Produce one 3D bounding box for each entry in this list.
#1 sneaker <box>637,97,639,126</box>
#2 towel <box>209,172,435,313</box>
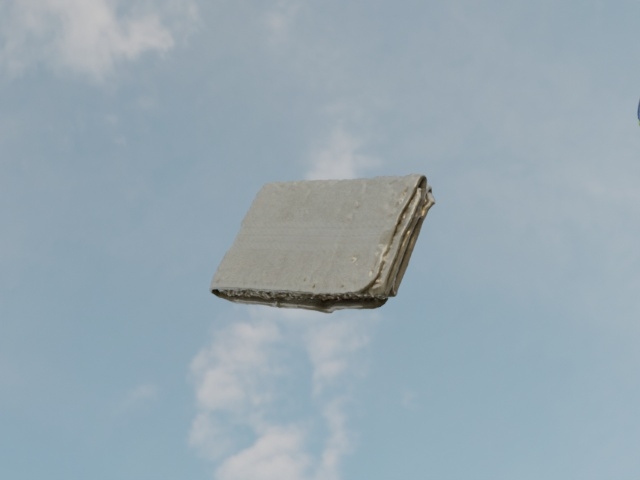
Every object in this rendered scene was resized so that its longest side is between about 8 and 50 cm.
[{"bbox_3d":[0.247,-0.134,0.559,0.053,0.059,0.144,0,-80,-6],"label":"sneaker"},{"bbox_3d":[0.000,0.000,1.093,0.049,0.282,0.187,51,-127,-39],"label":"towel"}]
